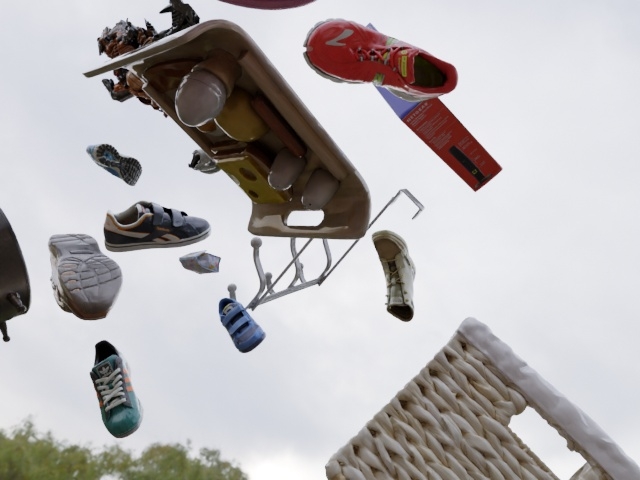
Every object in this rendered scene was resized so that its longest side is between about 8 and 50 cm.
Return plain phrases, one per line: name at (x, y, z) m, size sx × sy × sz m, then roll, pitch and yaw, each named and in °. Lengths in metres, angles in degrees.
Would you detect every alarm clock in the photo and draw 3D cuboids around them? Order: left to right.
alarm clock at (-0.352, 0.005, 0.615) m, size 0.129 × 0.064 × 0.192 m, roll -39°, pitch -106°, yaw 49°

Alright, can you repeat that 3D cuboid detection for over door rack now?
over door rack at (0.000, 0.000, 1.122) m, size 0.324 × 0.240 × 0.108 m, roll -37°, pitch -102°, yaw 33°

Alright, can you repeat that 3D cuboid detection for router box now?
router box at (0.226, -0.295, 1.367) m, size 0.082 × 0.335 × 0.301 m, roll -42°, pitch -46°, yaw 17°

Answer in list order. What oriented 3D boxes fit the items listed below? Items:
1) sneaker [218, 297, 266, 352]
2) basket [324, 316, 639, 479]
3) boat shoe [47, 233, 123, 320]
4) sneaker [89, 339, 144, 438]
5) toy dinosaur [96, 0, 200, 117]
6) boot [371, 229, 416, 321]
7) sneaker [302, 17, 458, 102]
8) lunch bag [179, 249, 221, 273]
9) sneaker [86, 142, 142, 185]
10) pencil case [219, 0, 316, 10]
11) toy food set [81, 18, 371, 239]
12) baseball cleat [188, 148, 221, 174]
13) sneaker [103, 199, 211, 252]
sneaker at (-0.135, 0.138, 1.014) m, size 0.059 × 0.053 × 0.144 m, roll 58°, pitch -14°, yaw -25°
basket at (0.197, 0.339, 0.789) m, size 0.328 × 0.266 × 0.331 m, roll 45°, pitch -18°, yaw 23°
boat shoe at (-0.472, 0.087, 1.227) m, size 0.123 × 0.324 × 0.116 m, roll 3°, pitch -71°, yaw -29°
sneaker at (-0.545, 0.380, 1.607) m, size 0.302 × 0.108 × 0.121 m, roll 48°, pitch -19°, yaw 51°
toy dinosaur at (-0.284, -0.313, 1.129) m, size 0.322 × 0.218 × 0.164 m, roll 48°, pitch 1°, yaw 7°
boot at (0.185, 0.089, 1.539) m, size 0.077 × 0.165 × 0.213 m, roll -13°, pitch -43°, yaw 24°
sneaker at (0.109, -0.302, 1.020) m, size 0.279 × 0.107 × 0.118 m, roll 7°, pitch 8°, yaw -25°
lunch bag at (-0.307, 0.053, 1.569) m, size 0.071 × 0.053 × 0.083 m, roll -9°, pitch -21°, yaw 39°
sneaker at (-0.495, -0.188, 1.484) m, size 0.073 × 0.063 × 0.162 m, roll 17°, pitch -17°, yaw 31°
pencil case at (-0.021, -0.322, 0.464) m, size 0.167 × 0.386 × 0.160 m, roll -10°, pitch -48°, yaw 21°
toy food set at (-0.106, -0.105, 0.714) m, size 0.220 × 0.092 × 0.306 m, roll 2°, pitch -36°, yaw 46°
baseball cleat at (-0.242, -0.215, 1.547) m, size 0.206 × 0.109 × 0.072 m, roll -25°, pitch -101°, yaw 28°
sneaker at (-0.485, -0.050, 1.853) m, size 0.321 × 0.126 × 0.127 m, roll -9°, pitch -60°, yaw -24°
